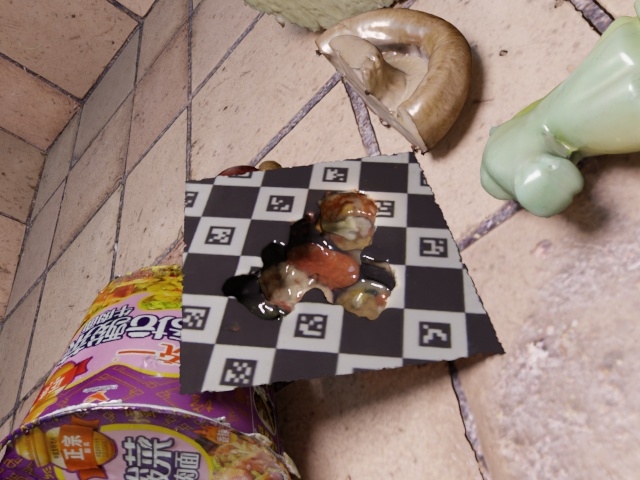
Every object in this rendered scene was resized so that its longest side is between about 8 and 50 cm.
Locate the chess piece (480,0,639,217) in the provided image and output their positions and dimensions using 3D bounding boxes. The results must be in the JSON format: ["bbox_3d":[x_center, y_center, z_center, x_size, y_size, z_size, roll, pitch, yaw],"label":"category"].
[{"bbox_3d":[0.257,-0.122,0.546,0.298,0.175,0.176,-41,38,40],"label":"chess piece"}]

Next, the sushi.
[{"bbox_3d":[-0.001,0.039,0.733,0.320,0.069,0.339,-8,45,-5],"label":"sushi"}]

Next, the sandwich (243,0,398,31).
[{"bbox_3d":[-0.019,-0.499,1.076,0.325,0.262,0.131,-6,56,51],"label":"sandwich"}]

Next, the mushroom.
[{"bbox_3d":[0.111,-0.241,0.832,0.151,0.156,0.286,-43,48,6],"label":"mushroom"}]

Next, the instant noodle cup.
[{"bbox_3d":[-0.188,0.208,0.764,0.340,0.340,0.266,-42,27,26],"label":"instant noodle cup"}]

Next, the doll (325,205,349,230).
[{"bbox_3d":[0.000,0.000,0.856,0.179,0.089,0.102,-37,35,-6],"label":"doll"}]

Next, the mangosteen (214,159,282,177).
[{"bbox_3d":[-0.096,-0.062,0.960,0.181,0.146,0.156,-40,36,27],"label":"mangosteen"}]
